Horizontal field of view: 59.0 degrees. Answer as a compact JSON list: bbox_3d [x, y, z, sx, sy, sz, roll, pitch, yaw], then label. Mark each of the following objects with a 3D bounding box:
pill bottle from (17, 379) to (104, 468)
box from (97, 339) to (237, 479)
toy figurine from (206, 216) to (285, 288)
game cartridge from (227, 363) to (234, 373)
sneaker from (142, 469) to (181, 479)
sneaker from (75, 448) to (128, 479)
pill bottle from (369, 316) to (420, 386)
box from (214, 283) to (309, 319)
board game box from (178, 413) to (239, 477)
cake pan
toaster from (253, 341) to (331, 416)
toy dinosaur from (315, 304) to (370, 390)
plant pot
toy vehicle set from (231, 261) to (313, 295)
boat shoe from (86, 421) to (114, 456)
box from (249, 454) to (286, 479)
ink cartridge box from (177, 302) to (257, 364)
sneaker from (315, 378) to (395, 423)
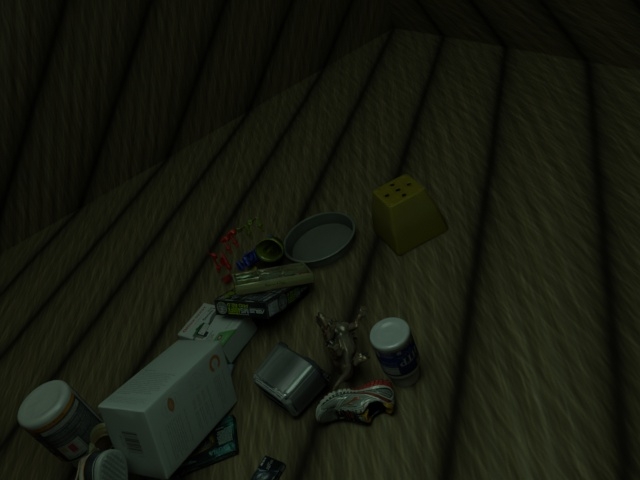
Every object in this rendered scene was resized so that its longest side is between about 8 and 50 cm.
[{"bbox_3d":[-0.746,0.557,1.682,0.162,0.278,0.162,-15,36,11],"label":"pill bottle"},{"bbox_3d":[-0.414,0.458,1.593,0.168,0.215,0.345,-3,19,27],"label":"box"},{"bbox_3d":[-0.231,0.013,2.150,0.362,0.191,0.217,-34,0,40],"label":"toy figurine"},{"bbox_3d":[-0.324,0.430,1.836,0.083,0.017,0.056,-11,34,17],"label":"game cartridge"},{"bbox_3d":[-0.426,0.704,1.505,0.132,0.086,0.229,-41,41,6],"label":"sneaker"},{"bbox_3d":[-0.562,0.705,1.451,0.127,0.126,0.321,-14,72,31],"label":"sneaker"},{"bbox_3d":[0.211,0.310,1.545,0.112,0.187,0.112,-15,37,12],"label":"pill bottle"},{"bbox_3d":[-0.195,0.189,1.939,0.216,0.060,0.270,-1,14,29],"label":"box"},{"bbox_3d":[-0.328,0.589,1.625,0.186,0.026,0.126,-22,36,2],"label":"board game box"},{"bbox_3d":[0.000,0.000,2.174,0.293,0.054,0.293,-15,36,11],"label":"cake pan"},{"bbox_3d":[-0.086,0.407,1.642,0.227,0.129,0.146,21,59,42],"label":"toaster"},{"bbox_3d":[0.064,0.318,1.646,0.127,0.200,0.296,4,50,-9],"label":"toy dinosaur"},{"bbox_3d":[0.300,-0.109,2.033,0.212,0.187,0.212,-28,36,-6],"label":"plant pot"},{"bbox_3d":[-0.168,0.130,1.961,0.266,0.035,0.166,-9,12,-12],"label":"toy vehicle set"},{"bbox_3d":[-0.603,0.607,1.589,0.104,0.285,0.089,9,40,-19],"label":"boat shoe"},{"bbox_3d":[-0.139,0.616,1.492,0.067,0.018,0.083,8,46,35],"label":"box"},{"bbox_3d":[-0.354,0.314,1.935,0.219,0.093,0.160,7,45,35],"label":"ink cartridge box"},{"bbox_3d":[0.092,0.447,1.522,0.225,0.088,0.093,-20,39,7],"label":"sneaker"}]
